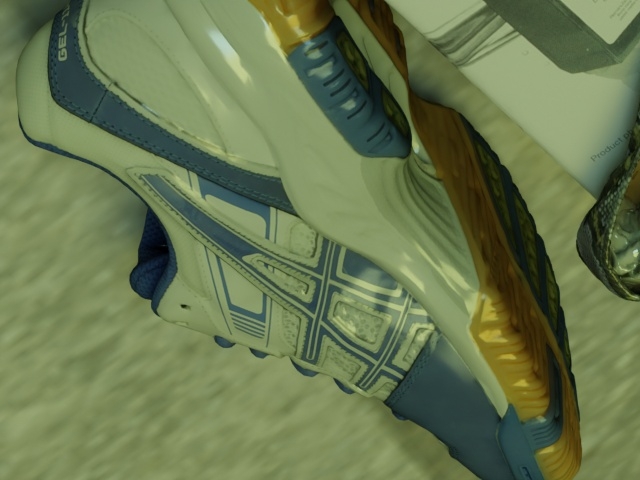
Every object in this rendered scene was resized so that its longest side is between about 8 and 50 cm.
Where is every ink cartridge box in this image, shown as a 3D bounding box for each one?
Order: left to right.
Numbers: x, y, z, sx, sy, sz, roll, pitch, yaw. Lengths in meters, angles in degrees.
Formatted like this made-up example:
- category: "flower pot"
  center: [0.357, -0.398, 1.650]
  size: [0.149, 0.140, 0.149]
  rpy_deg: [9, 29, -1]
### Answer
- category: "ink cartridge box"
  center: [0.058, -0.117, 0.652]
  size: [0.092, 0.158, 0.218]
  rpy_deg: [-40, 125, 13]

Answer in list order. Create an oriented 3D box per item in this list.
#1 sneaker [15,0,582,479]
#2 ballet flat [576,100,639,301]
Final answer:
- category: "sneaker"
  center: [0.000, 0.000, 0.761]
  size: [0.131, 0.112, 0.296]
  rpy_deg: [-23, 126, 18]
- category: "ballet flat"
  center: [0.113, -0.027, 0.607]
  size: [0.041, 0.041, 0.114]
  rpy_deg: [6, 126, -22]
